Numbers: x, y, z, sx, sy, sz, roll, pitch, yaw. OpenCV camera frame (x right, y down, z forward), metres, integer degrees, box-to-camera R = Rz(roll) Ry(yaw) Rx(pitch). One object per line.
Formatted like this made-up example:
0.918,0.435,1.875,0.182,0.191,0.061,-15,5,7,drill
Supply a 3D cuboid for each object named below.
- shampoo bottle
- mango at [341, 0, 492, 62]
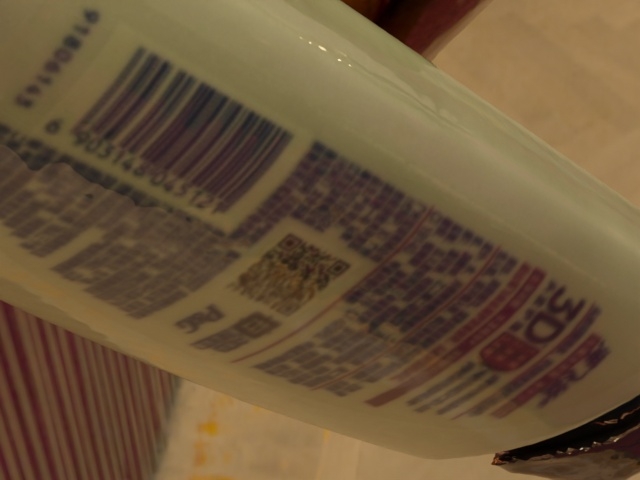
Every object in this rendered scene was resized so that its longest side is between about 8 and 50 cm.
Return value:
0.000,0.000,0.481,0.134,0.359,0.078,-42,45,22,shampoo bottle
0.005,-0.137,0.619,0.287,0.201,0.152,-44,88,2,mango
